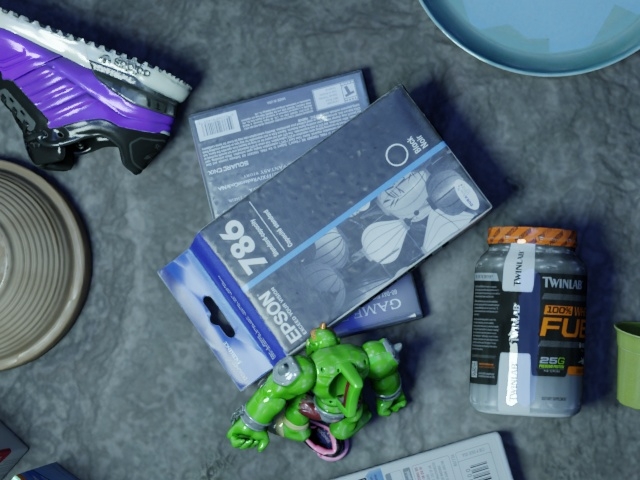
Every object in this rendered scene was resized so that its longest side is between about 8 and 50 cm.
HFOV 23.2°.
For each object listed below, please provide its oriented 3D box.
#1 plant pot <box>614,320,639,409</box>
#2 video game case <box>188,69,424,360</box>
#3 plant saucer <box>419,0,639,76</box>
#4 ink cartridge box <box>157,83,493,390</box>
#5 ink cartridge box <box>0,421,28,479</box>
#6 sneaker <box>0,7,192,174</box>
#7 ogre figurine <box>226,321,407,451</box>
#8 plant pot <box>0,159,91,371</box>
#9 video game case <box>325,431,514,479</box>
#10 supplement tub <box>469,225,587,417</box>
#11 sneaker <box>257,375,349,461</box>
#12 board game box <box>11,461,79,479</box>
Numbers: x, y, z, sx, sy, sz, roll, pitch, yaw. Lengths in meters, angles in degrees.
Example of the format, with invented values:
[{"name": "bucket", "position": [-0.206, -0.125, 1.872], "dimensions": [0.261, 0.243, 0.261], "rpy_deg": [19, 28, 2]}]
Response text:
[{"name": "plant pot", "position": [0.337, 0.132, 1.604], "dimensions": [0.083, 0.083, 0.079], "rpy_deg": [9, 101, 7]}, {"name": "video game case", "position": [-0.016, -0.027, 1.671], "dimensions": [0.196, 0.026, 0.274], "rpy_deg": [-14, 86, 5]}, {"name": "plant saucer", "position": [0.244, -0.328, 1.651], "dimensions": [0.318, 0.044, 0.317], "rpy_deg": [0, 86, 5]}, {"name": "ink cartridge box", "position": [0.000, 0.000, 1.625], "dimensions": [0.333, 0.065, 0.165], "rpy_deg": [-37, 85, 4]}, {"name": "ink cartridge box", "position": [-0.408, 0.264, 1.645], "dimensions": [0.072, 0.127, 0.175], "rpy_deg": [42, 92, 8]}, {"name": "sneaker", "position": [-0.298, -0.153, 1.669], "dimensions": [0.293, 0.102, 0.146], "rpy_deg": [20, 90, 7]}, {"name": "ogre figurine", "position": [0.010, 0.151, 1.577], "dimensions": [0.197, 0.118, 0.097], "rpy_deg": [7, 45, -15]}, {"name": "plant pot", "position": [-0.374, 0.025, 1.665], "dimensions": [0.237, 0.110, 0.237], "rpy_deg": [0, 88, 7]}, {"name": "video game case", "position": [0.088, 0.395, 1.606], "dimensions": [0.300, 0.036, 0.329], "rpy_deg": [-16, 86, -6]}, {"name": "supplement tub", "position": [0.213, 0.083, 1.594], "dimensions": [0.117, 0.117, 0.190], "rpy_deg": [2, 88, 6]}, {"name": "sneaker", "position": [-0.020, 0.187, 1.644], "dimensions": [0.119, 0.057, 0.047], "rpy_deg": [40, 94, 8]}, {"name": "board game box", "position": [-0.190, 0.327, 1.610], "dimensions": [0.281, 0.145, 0.027], "rpy_deg": [35, 90, 7]}]
